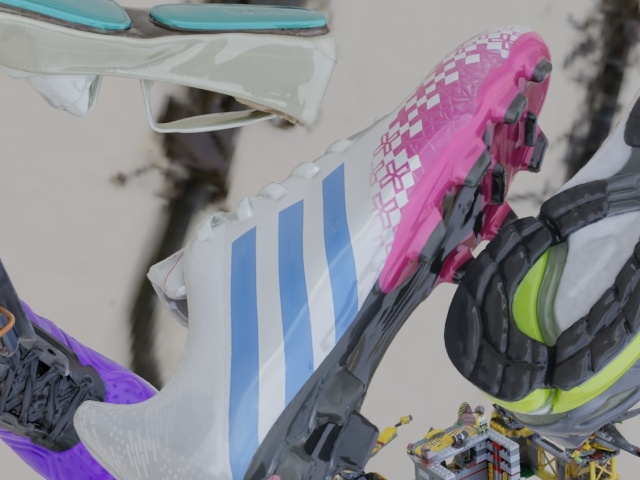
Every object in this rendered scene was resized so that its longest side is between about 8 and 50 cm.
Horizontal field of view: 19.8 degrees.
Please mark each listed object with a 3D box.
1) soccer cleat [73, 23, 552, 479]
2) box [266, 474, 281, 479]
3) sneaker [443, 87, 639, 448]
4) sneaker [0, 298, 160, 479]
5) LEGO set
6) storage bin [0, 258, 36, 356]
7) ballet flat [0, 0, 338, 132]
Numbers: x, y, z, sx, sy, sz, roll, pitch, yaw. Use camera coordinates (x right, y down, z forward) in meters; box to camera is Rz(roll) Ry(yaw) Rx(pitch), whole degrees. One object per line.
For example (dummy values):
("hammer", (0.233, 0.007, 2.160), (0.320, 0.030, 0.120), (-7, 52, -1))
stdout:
("soccer cleat", (0.000, 0.000, 0.929), (0.331, 0.143, 0.116), (-56, 157, -26))
("box", (-0.057, 0.210, 0.629), (0.128, 0.257, 0.122), (37, 33, -22))
("sneaker", (0.190, -0.013, 0.941), (0.300, 0.111, 0.121), (-40, 149, -7))
("sneaker", (-0.223, 0.096, 1.305), (0.102, 0.293, 0.146), (-55, 171, -1))
("LEGO set", (0.172, 0.228, 1.978), (0.331, 0.255, 0.192), (-16, 117, -21))
("storage bin", (-0.185, 0.025, 0.760), (0.091, 0.098, 0.135), (-45, 152, -20))
("ballet flat", (-0.111, -0.104, 1.061), (0.248, 0.086, 0.086), (6, 103, -15))
